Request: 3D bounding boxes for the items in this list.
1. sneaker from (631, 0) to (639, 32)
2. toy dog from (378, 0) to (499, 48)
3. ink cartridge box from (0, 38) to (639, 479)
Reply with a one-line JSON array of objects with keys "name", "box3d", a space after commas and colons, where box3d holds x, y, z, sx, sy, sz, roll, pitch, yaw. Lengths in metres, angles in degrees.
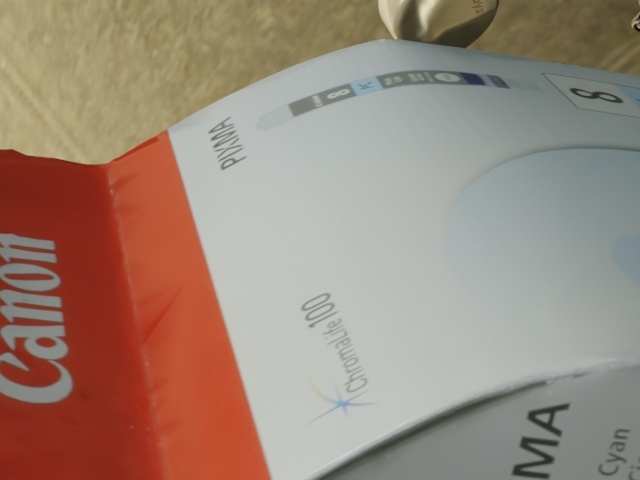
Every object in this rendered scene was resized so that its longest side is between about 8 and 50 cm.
[{"name": "sneaker", "box3d": [0.313, -0.162, 1.516, 0.147, 0.130, 0.330, 33, 92, -8]}, {"name": "toy dog", "box3d": [0.155, -0.276, 1.234, 0.334, 0.161, 0.220, -39, 57, -17]}, {"name": "ink cartridge box", "box3d": [0.000, 0.000, 0.619, 0.385, 0.308, 0.091, 8, 112, -15]}]
